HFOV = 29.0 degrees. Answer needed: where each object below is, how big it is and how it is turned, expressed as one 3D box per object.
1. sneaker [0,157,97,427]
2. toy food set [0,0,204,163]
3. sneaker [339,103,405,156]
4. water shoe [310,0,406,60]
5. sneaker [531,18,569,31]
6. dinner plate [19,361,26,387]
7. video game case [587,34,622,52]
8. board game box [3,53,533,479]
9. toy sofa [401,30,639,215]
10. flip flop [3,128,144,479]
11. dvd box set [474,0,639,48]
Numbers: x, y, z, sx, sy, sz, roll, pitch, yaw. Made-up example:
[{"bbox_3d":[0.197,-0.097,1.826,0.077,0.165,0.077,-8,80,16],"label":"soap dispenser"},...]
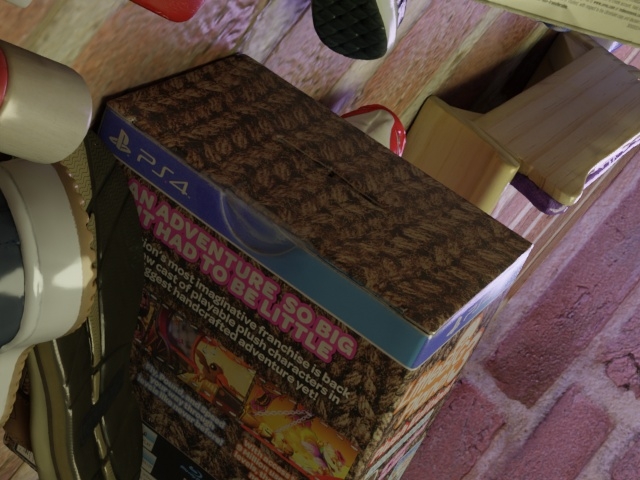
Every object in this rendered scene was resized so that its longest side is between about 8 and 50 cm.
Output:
[{"bbox_3d":[-0.214,0.045,0.564,0.153,0.099,0.282,-13,167,-31],"label":"sneaker"},{"bbox_3d":[-0.106,-0.122,0.435,0.232,0.111,0.104,-51,153,12],"label":"toy food set"},{"bbox_3d":[0.000,0.000,1.067,0.279,0.107,0.118,-57,173,37],"label":"sneaker"},{"bbox_3d":[0.026,-0.194,0.751,0.203,0.073,0.080,97,10,-64],"label":"water shoe"},{"bbox_3d":[0.319,-0.263,1.236,0.330,0.147,0.130,-30,156,-50],"label":"sneaker"},{"bbox_3d":[-0.168,0.057,0.880,0.141,0.017,0.141,-43,164,-15],"label":"dinner plate"},{"bbox_3d":[0.442,-0.367,1.503,0.269,0.061,0.244,-33,158,-46],"label":"video game case"},{"bbox_3d":[-0.045,0.072,0.793,0.141,0.232,0.291,-32,153,-52],"label":"board game box"},{"bbox_3d":[0.235,-0.096,1.355,0.362,0.177,0.150,-33,158,-49],"label":"toy sofa"},{"bbox_3d":[-0.153,0.066,0.703,0.112,0.080,0.277,-56,152,-56],"label":"flip flop"},{"bbox_3d":[0.154,-0.294,0.551,0.307,0.062,0.420,6,131,-34],"label":"dvd box set"}]
